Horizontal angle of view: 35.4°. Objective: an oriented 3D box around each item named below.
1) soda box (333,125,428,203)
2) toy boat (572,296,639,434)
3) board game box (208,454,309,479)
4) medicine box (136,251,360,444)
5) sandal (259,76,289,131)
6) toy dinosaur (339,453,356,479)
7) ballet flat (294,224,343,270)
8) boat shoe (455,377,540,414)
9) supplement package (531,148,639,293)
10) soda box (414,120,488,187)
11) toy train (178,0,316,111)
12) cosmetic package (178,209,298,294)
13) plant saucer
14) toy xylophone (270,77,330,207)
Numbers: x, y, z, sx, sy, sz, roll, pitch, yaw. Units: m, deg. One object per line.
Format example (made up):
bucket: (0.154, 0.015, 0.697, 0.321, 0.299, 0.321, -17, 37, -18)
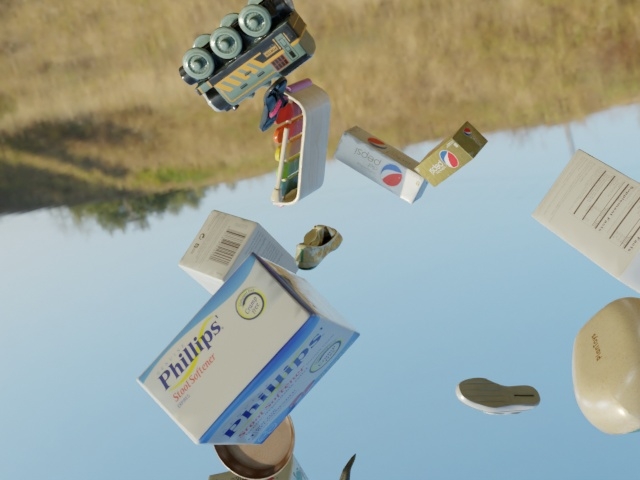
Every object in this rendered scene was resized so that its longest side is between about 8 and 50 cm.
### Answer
soda box: (0.142, -0.172, 2.256, 0.216, 0.074, 0.069, 32, -151, 15)
toy boat: (0.533, 0.171, 1.557, 0.318, 0.148, 0.267, -48, -165, 32)
board game box: (-0.103, 0.651, 2.325, 0.224, 0.303, 0.097, -19, -151, 17)
medicine box: (-0.103, 0.182, 1.594, 0.263, 0.149, 0.289, -48, 161, 3)
sandal: (-0.095, -0.295, 2.202, 0.067, 0.040, 0.179, -40, 164, -28)
toy dinosaur: (0.002, 0.548, 1.880, 0.314, 0.160, 0.121, -62, -165, -13)
ballet flat: (0.000, 0.000, 1.704, 0.057, 0.052, 0.168, 1, -160, 16)
boat shoe: (0.406, 0.378, 2.346, 0.226, 0.083, 0.076, 12, 140, -21)
supplement package: (0.460, -0.019, 1.518, 0.134, 0.139, 0.244, -57, -152, 10)
soda box: (0.264, -0.173, 2.043, 0.058, 0.061, 0.181, -49, -176, -24)
toy train: (-0.172, -0.435, 2.338, 0.334, 0.190, 0.142, -32, -159, 24)
cosmetic package: (-0.173, 0.053, 2.168, 0.151, 0.184, 0.151, 17, -112, 41)
plant saucer: (-0.120, 0.354, 1.845, 0.168, 0.168, 0.029, -11, 179, 20)
toy xylophone: (-0.060, -0.222, 2.412, 0.081, 0.323, 0.236, 20, -157, 25)
